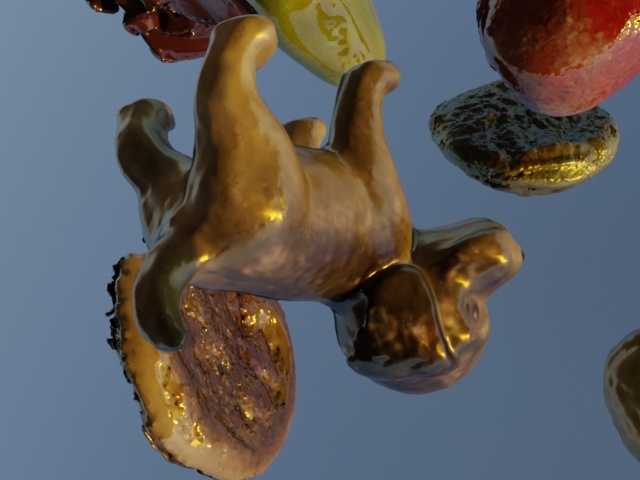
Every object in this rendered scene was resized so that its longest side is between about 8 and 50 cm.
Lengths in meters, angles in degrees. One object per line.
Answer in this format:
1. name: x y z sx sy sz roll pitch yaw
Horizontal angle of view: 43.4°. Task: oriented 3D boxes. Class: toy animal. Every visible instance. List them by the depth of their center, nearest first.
1. toy animal: 0.005 -0.011 0.412 0.121 0.233 0.168 -24 -117 37

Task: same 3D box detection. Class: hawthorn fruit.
1. hawthorn fruit: 0.237 -0.207 0.755 0.173 0.173 0.173 -7 -109 22

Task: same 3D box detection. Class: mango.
1. mango: -0.008 -0.338 1.130 0.149 0.273 0.185 -21 -131 28

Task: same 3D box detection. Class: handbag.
1. handbag: -0.176 -0.268 0.814 0.203 0.216 0.074 45 -67 -2

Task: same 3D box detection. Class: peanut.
1. peanut: 0.456 0.164 1.021 0.159 0.143 0.291 21 -54 0

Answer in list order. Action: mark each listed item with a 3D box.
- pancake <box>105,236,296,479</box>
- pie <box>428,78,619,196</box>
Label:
1. pancake: -0.144 0.131 1.052 0.071 0.382 0.382 -21 -113 20
2. pie: 0.296 -0.166 1.187 0.277 0.078 0.277 1 -138 -1
